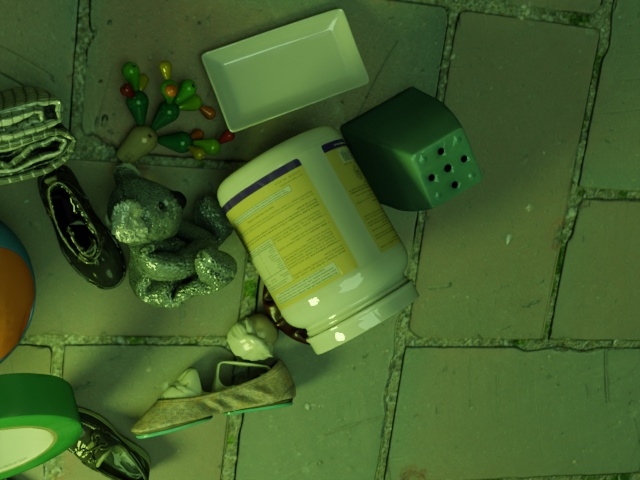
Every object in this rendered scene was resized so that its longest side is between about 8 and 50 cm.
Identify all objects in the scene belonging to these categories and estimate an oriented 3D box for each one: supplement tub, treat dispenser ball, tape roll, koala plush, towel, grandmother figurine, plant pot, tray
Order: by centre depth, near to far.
[{"bbox_3d":[-0.525,-0.141,1.498,0.284,0.235,0.121,-20,110,-15],"label":"towel"},{"bbox_3d":[-0.586,0.081,1.508,0.288,0.288,0.288,-5,107,-18],"label":"treat dispenser ball"},{"bbox_3d":[-0.553,0.316,1.591,0.321,0.321,0.077,-15,65,-15],"label":"tape roll"},{"bbox_3d":[-0.276,-0.016,1.641,0.203,0.196,0.221,-27,126,12],"label":"koala plush"},{"bbox_3d":[0.000,0.000,1.670,0.241,0.241,0.331,-29,88,-10],"label":"supplement tub"},{"bbox_3d":[-0.060,-0.297,1.716,0.270,0.030,0.145,-22,92,-13],"label":"tray"},{"bbox_3d":[0.174,-0.150,1.745,0.166,0.234,0.165,-30,113,-9],"label":"plant pot"},{"bbox_3d":[-0.023,0.108,1.830,0.342,0.104,0.208,-36,86,-4],"label":"grandmother figurine"}]

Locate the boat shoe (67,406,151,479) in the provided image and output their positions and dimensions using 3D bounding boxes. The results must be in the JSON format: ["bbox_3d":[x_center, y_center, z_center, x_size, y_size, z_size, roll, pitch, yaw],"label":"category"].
[{"bbox_3d":[-0.396,0.377,1.779,0.223,0.073,0.080,40,89,-25],"label":"boat shoe"}]

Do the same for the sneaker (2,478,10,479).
[{"bbox_3d":[-0.591,0.473,1.753,0.118,0.042,0.067,-50,119,-9],"label":"sneaker"}]

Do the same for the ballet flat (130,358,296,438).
[{"bbox_3d":[-0.202,0.282,1.820,0.316,0.107,0.106,-10,88,-22],"label":"ballet flat"}]

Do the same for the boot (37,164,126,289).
[{"bbox_3d":[-0.386,-0.003,1.588,0.091,0.229,0.263,-31,113,-9],"label":"boot"}]

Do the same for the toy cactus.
[{"bbox_3d":[-0.268,-0.194,1.658,0.180,0.112,0.219,-45,125,8],"label":"toy cactus"}]
